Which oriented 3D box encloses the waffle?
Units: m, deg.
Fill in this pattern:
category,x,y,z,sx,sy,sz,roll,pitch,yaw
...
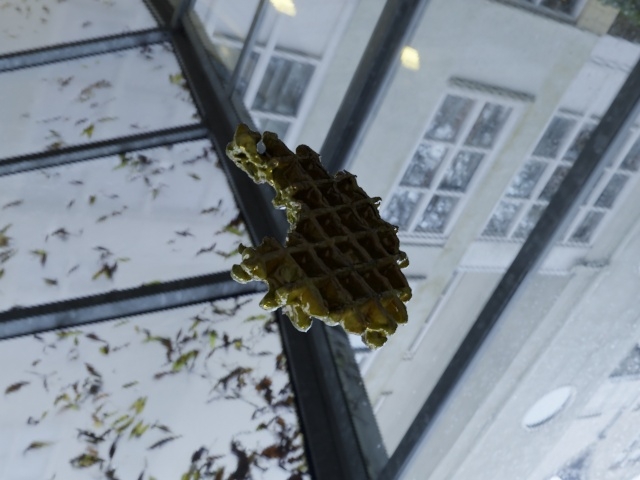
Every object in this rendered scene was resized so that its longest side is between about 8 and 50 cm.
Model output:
category,x,y,z,sx,sy,sz,roll,pitch,yaw
waffle,0.000,0.000,0.968,0.260,0.069,0.292,26,-142,-26
